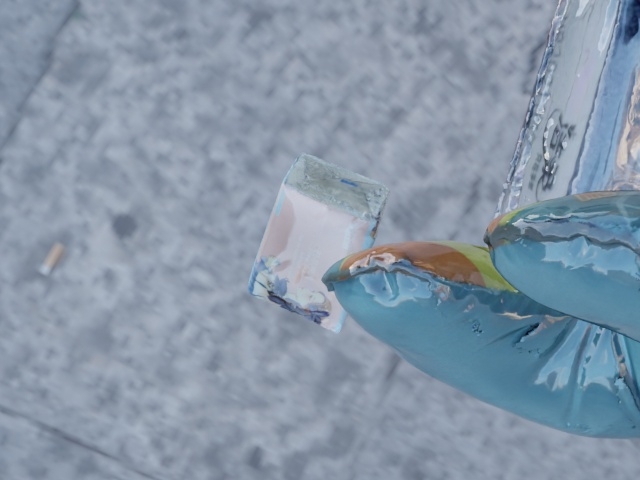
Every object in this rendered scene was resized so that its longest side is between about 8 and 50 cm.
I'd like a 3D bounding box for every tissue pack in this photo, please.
[{"bbox_3d":[0.000,0.000,1.316,0.074,0.059,0.094,22,123,8],"label":"tissue pack"},{"bbox_3d":[0.334,-0.021,1.460,0.124,0.394,0.288,-154,79,-71],"label":"tissue pack"}]

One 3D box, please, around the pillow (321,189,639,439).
[{"bbox_3d":[0.132,0.031,0.856,0.233,0.214,0.086,-15,63,59],"label":"pillow"}]
